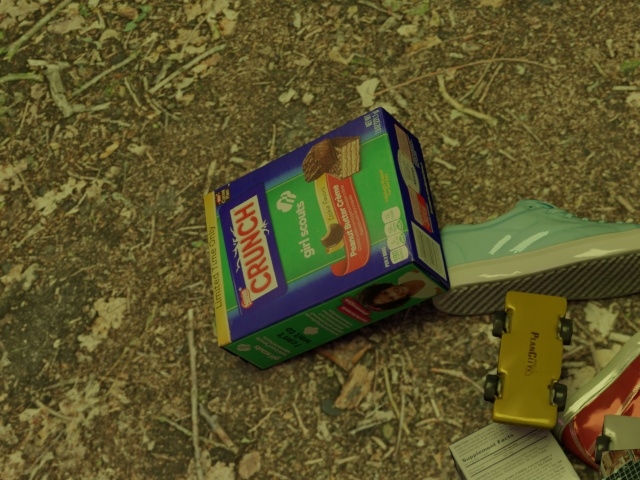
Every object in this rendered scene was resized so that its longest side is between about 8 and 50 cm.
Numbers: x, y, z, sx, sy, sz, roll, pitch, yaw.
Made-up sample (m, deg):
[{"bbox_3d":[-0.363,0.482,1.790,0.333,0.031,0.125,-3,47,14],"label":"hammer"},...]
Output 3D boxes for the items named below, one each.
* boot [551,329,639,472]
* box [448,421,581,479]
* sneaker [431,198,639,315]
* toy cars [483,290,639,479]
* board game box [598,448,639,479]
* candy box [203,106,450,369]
[{"bbox_3d":[0.437,0.216,1.940,0.244,0.088,0.176,-44,57,-3],"label":"boot"},{"bbox_3d":[0.252,0.301,1.946,0.126,0.072,0.137,-27,55,-3],"label":"box"},{"bbox_3d":[0.326,-0.003,2.081,0.366,0.135,0.150,-8,61,12],"label":"sneaker"},{"bbox_3d":[0.320,0.238,1.884,0.176,0.087,0.393,-29,61,-14],"label":"toy cars"},{"bbox_3d":[0.384,0.333,1.679,0.165,0.042,0.243,-7,40,23],"label":"board game box"},{"bbox_3d":[0.000,0.000,2.140,0.317,0.122,0.268,-26,53,23],"label":"candy box"}]
